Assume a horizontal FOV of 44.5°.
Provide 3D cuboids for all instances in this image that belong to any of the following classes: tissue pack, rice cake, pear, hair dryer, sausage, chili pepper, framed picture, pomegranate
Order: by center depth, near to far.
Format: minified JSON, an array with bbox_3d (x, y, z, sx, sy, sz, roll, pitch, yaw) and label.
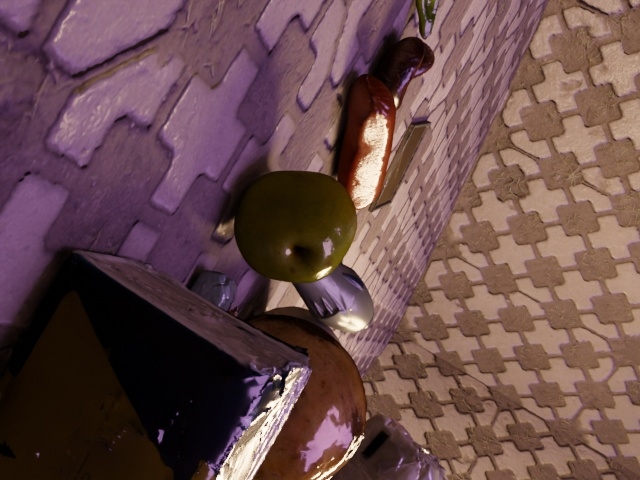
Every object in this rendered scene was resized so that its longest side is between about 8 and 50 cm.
[{"bbox_3d":[-0.221,0.246,0.844,0.416,0.264,0.253,-60,166,-1],"label":"tissue pack"},{"bbox_3d":[-0.193,0.136,1.149,0.206,0.063,0.069,-59,173,1],"label":"rice cake"},{"bbox_3d":[-0.037,-0.030,1.163,0.216,0.180,0.166,-99,178,-68],"label":"pear"},{"bbox_3d":[-0.081,0.270,1.198,0.322,0.322,0.322,-55,166,-21],"label":"pomegranate"},{"bbox_3d":[0.196,-0.448,1.373,0.052,0.050,0.201,-35,154,-25],"label":"chili pepper"},{"bbox_3d":[-0.015,0.009,1.420,0.119,0.298,0.296,-21,157,24],"label":"hair dryer"},{"bbox_3d":[0.085,-0.172,1.430,0.348,0.094,0.097,99,-20,-60],"label":"sausage"},{"bbox_3d":[0.096,0.539,1.505,0.390,0.195,0.375,-47,150,-14],"label":"tissue pack"},{"bbox_3d":[0.206,-0.192,2.023,0.250,0.016,0.184,-65,165,20],"label":"framed picture"}]

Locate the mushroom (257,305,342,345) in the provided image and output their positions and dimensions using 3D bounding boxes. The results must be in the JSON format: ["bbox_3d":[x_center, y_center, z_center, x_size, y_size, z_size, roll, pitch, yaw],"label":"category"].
[{"bbox_3d":[-0.062,0.310,1.491,0.315,0.315,0.356,78,33,-71],"label":"mushroom"}]

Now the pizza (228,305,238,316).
[{"bbox_3d":[-0.169,0.148,1.365,0.083,0.016,0.037,-55,168,-4],"label":"pizza"}]

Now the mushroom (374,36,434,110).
[{"bbox_3d":[0.150,-0.314,1.426,0.170,0.080,0.135,-51,176,-37],"label":"mushroom"}]
